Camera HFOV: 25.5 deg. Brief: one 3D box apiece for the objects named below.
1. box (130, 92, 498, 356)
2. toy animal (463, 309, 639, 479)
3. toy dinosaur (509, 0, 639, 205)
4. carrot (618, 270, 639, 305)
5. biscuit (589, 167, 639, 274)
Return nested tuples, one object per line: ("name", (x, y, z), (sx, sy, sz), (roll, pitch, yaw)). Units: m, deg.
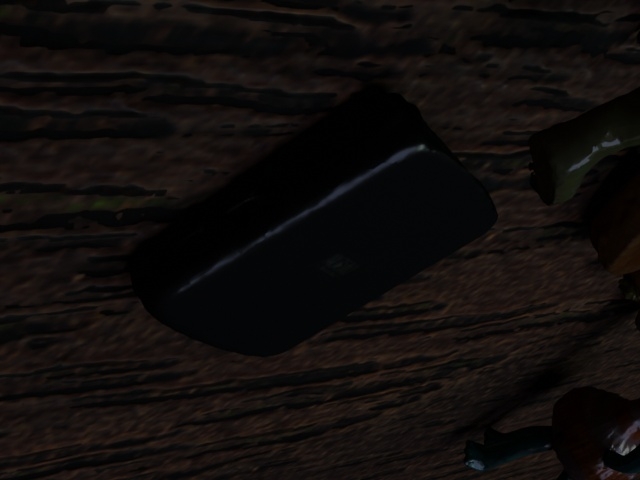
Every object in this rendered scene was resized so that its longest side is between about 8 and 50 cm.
("box", (0.000, 0.000, 0.536), (0.125, 0.027, 0.126), (-31, 158, 11))
("toy animal", (0.184, 0.109, 0.874), (0.100, 0.103, 0.208), (38, 123, -18))
("toy dinosaur", (0.156, -0.086, 0.435), (0.199, 0.072, 0.251), (-16, 163, -7))
("carrot", (0.271, -0.030, 0.771), (0.247, 0.043, 0.043), (-30, 157, -6))
("biscuit", (0.229, -0.051, 0.680), (0.192, 0.036, 0.186), (-10, 153, -39))
